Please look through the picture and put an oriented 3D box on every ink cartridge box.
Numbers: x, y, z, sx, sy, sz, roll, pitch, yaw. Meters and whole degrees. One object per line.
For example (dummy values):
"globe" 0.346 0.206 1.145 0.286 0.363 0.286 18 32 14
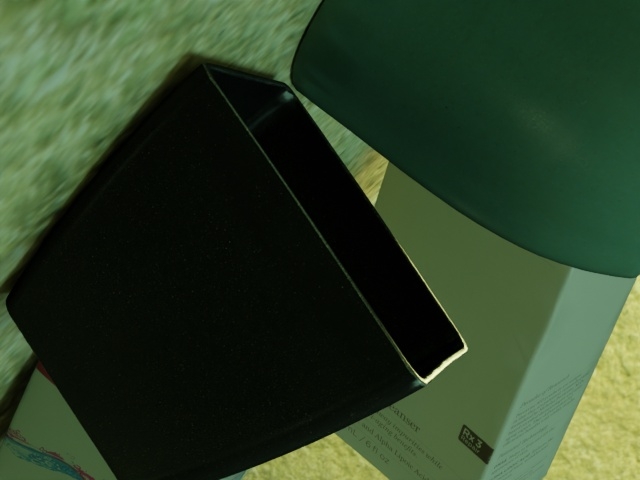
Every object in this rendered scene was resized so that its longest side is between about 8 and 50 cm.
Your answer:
"ink cartridge box" -0.117 0.126 1.068 0.128 0.127 0.176 -37 161 -54

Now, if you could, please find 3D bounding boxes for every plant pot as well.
"plant pot" -0.051 0.033 0.878 0.167 0.188 0.187 -34 175 10
"plant pot" 0.166 -0.119 0.996 0.293 0.235 0.293 -45 172 -8

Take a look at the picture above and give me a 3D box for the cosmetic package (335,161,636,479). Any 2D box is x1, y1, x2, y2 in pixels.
"cosmetic package" 0.149 0.064 1.545 0.156 0.217 0.385 -27 144 -39
